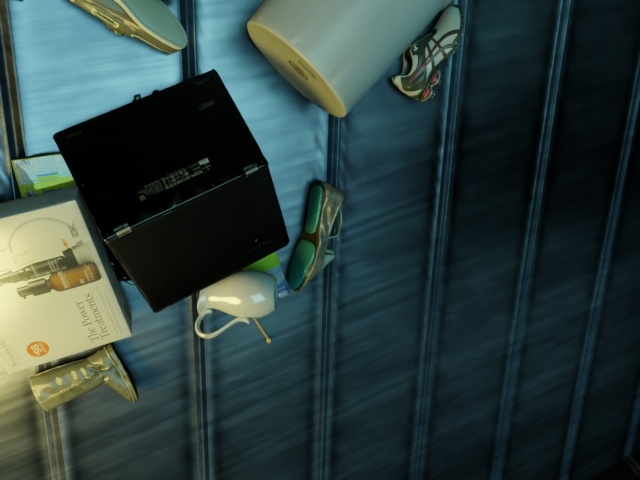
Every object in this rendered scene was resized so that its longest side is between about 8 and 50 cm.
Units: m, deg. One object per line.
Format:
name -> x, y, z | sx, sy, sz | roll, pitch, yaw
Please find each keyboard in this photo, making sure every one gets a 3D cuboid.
keyboard -> -0.519, 0.059, 1.225 | 0.191, 0.038, 0.100 | 1, 119, -4

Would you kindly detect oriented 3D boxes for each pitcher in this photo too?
pitcher -> -0.218, 0.164, 1.290 | 0.206, 0.125, 0.178 | -1, 69, 1

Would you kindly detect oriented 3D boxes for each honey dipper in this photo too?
honey dipper -> -0.179, 0.235, 1.431 | 0.030, 0.030, 0.161 | -34, 118, -10

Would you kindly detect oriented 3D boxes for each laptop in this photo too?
laptop -> -0.321, -0.107, 1.174 | 0.381, 0.236, 0.408 | -28, 83, -14

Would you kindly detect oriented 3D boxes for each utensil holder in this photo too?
utensil holder -> 0.067, -0.530, 1.151 | 0.327, 0.327, 0.385 | 41, 91, -26

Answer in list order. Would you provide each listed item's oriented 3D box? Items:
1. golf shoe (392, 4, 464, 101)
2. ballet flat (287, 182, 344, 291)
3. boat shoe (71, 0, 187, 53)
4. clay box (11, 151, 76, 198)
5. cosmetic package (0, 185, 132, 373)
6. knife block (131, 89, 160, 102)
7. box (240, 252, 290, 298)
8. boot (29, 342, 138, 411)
golf shoe -> 0.299, -0.523, 1.365 | 0.120, 0.105, 0.273 | 21, 96, -18
ballet flat -> 0.000, 0.000, 1.395 | 0.106, 0.107, 0.316 | 10, 102, -34
boat shoe -> -0.435, -0.505, 1.078 | 0.305, 0.091, 0.109 | 31, 47, -33
clay box -> -0.606, -0.087, 1.150 | 0.127, 0.053, 0.222 | -12, 110, -19
cosmetic package -> -0.622, 0.093, 1.119 | 0.284, 0.097, 0.378 | -16, 122, -12
knife block -> -0.410, -0.207, 1.174 | 0.241, 0.088, 0.276 | -11, 108, -18
box -> -0.163, 0.086, 1.384 | 0.108, 0.042, 0.178 | -23, 113, -13
boot -> -0.597, 0.378, 1.277 | 0.208, 0.076, 0.190 | -29, 100, -19
